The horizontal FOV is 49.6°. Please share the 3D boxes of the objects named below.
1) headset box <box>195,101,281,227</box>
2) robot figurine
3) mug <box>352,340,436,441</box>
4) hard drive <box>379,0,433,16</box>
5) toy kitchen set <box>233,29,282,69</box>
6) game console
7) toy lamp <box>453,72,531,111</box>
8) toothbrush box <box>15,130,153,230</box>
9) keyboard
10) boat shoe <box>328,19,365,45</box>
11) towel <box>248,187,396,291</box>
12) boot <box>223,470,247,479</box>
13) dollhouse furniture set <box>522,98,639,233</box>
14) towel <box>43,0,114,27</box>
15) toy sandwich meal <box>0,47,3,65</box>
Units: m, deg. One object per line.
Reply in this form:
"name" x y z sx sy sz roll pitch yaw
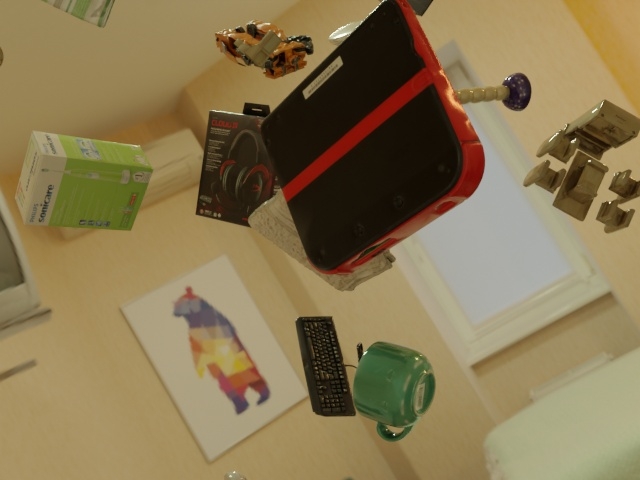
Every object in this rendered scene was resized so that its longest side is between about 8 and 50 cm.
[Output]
"headset box" -0.172 -0.185 1.685 0.218 0.293 0.110 14 9 29
"robot figurine" -0.151 -0.525 1.901 0.211 0.291 0.085 -28 -45 -27
"mug" 0.132 0.245 1.132 0.098 0.157 0.129 9 54 36
"hard drive" 0.147 -0.701 1.837 0.064 0.237 0.339 -54 22 13
"toy kitchen set" -0.126 -0.420 1.506 0.075 0.083 0.068 -49 -38 7
"game console" 0.067 -0.154 1.156 0.060 0.341 0.387 -1 -26 -45
"toy lamp" 0.233 -0.250 1.211 0.275 0.080 0.080 -7 -14 -22
"toothbrush box" -0.604 -0.146 1.776 0.283 0.122 0.206 2 -54 -39
"keyboard" 0.049 0.337 1.895 0.202 0.317 0.033 4 -44 -20
"boat shoe" 0.109 -0.449 1.519 0.184 0.063 0.066 -11 37 23
"towel" 0.000 0.000 1.427 0.187 0.282 0.049 -36 25 49
"boot" -0.114 0.552 1.364 0.124 0.258 0.095 -13 21 -22
"dollhouse furniture set" 0.572 -0.157 1.506 0.242 0.212 0.161 -61 2 -13
"towel" -0.510 -0.530 1.458 0.113 0.152 0.023 -69 20 -1
"toy sandwich meal" -0.348 -0.183 0.662 0.086 0.029 0.085 -16 -20 -6
